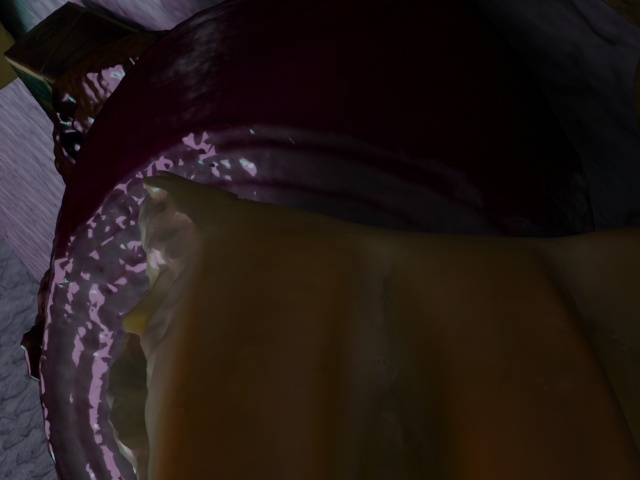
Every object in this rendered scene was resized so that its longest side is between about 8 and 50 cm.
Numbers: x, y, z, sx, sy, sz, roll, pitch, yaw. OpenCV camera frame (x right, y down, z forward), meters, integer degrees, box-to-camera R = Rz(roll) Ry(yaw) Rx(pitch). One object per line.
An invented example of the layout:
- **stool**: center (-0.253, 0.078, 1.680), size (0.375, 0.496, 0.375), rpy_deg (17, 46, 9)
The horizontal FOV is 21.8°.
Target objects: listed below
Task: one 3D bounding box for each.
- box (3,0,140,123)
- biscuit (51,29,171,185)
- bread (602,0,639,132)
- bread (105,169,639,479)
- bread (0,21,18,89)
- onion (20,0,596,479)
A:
- **box**: center (-0.101, -0.061, 1.097), size (0.240, 0.071, 0.159), rpy_deg (28, 158, 54)
- **biscuit**: center (-0.067, -0.040, 0.926), size (0.192, 0.049, 0.192), rpy_deg (15, 138, 14)
- **bread**: center (0.114, -0.057, 0.412), size (0.149, 0.065, 0.187), rpy_deg (59, 166, -24)
- **bread**: center (0.044, 0.150, 0.485), size (0.270, 0.316, 0.211), rpy_deg (10, -159, 6)
- **bread**: center (-0.377, -0.170, 1.372), size (0.184, 0.211, 0.224), rpy_deg (55, 173, -2)
- **onion**: center (0.000, -0.003, 0.658), size (0.207, 0.216, 0.206), rpy_deg (-76, -20, -69)
